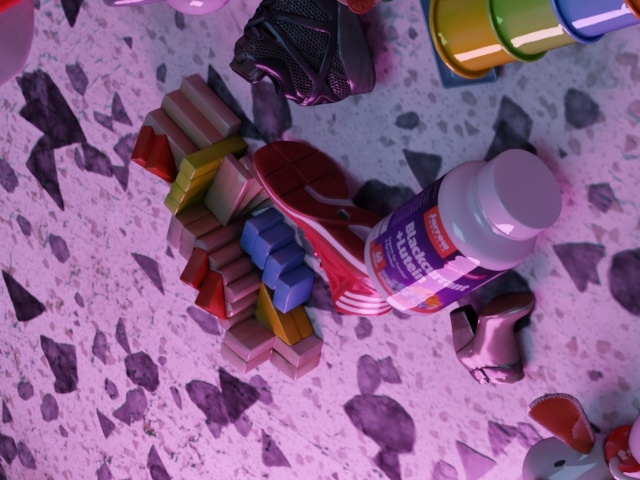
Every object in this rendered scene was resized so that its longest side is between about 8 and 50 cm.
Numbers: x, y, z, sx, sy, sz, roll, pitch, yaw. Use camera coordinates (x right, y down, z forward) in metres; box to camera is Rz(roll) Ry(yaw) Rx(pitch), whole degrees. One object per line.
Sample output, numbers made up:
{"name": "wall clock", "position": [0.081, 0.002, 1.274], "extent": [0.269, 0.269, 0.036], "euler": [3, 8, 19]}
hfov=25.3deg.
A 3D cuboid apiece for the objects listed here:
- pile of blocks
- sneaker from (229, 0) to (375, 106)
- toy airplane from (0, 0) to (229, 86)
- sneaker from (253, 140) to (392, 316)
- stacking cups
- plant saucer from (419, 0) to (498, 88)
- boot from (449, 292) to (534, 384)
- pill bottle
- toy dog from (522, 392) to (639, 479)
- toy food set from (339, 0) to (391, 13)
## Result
{"name": "pile of blocks", "position": [-0.107, -0.001, 1.594], "extent": [0.149, 0.112, 0.362], "euler": [-24, 94, 50]}
{"name": "sneaker", "position": [-0.038, -0.234, 1.369], "extent": [0.087, 0.130, 0.227], "euler": [-137, 29, -73]}
{"name": "toy airplane", "position": [-0.196, -0.290, 1.327], "extent": [0.384, 0.386, 0.272], "euler": [-30, 126, 34]}
{"name": "sneaker", "position": [0.000, 0.000, 1.506], "extent": [0.221, 0.087, 0.128], "euler": [48, 147, 31]}
{"name": "stacking cups", "position": [0.234, -0.198, 1.144], "extent": [0.316, 0.096, 0.096], "euler": [-5, 108, 46]}
{"name": "plant saucer", "position": [0.116, -0.235, 1.301], "extent": [0.067, 0.018, 0.192], "euler": [-2, 109, 47]}
{"name": "boot", "position": [0.180, 0.101, 1.413], "extent": [0.118, 0.042, 0.087], "euler": [-13, 108, 50]}
{"name": "pill bottle", "position": [0.135, -0.009, 1.339], "extent": [0.108, 0.108, 0.193], "euler": [58, 140, 4]}
{"name": "toy dog", "position": [0.288, 0.201, 1.258], "extent": [0.220, 0.161, 0.334], "euler": [46, 137, 18]}
{"name": "toy food set", "position": [0.040, -0.255, 1.323], "extent": [0.083, 0.020, 0.082], "euler": [26, 100, -15]}
